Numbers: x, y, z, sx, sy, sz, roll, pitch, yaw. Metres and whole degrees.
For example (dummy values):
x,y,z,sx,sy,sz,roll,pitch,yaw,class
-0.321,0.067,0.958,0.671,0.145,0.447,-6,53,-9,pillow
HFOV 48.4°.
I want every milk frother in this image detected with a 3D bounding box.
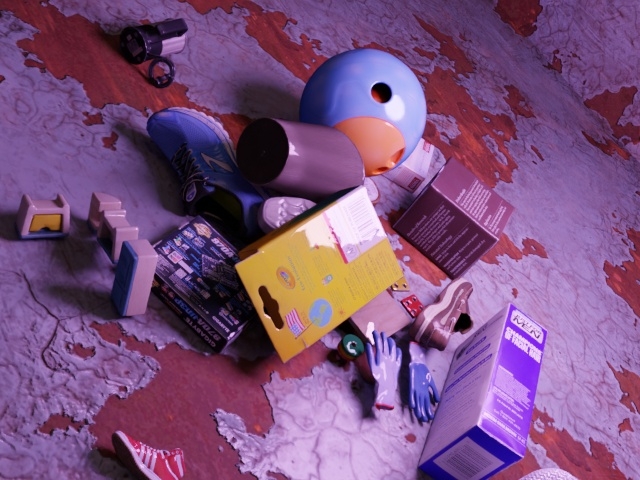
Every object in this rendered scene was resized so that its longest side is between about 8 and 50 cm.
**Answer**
x,y,z,sx,sy,sz,roll,pitch,yaw,class
-0.359,-0.429,1.629,0.134,0.129,0.143,-35,120,-48,milk frother

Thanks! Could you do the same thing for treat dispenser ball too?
x,y,z,sx,sy,sz,roll,pitch,yaw,class
0.095,-0.286,1.614,0.288,0.288,0.288,20,44,-20,treat dispenser ball

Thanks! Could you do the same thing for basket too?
x,y,z,sx,sy,sz,roll,pitch,yaw,class
-0.048,-0.161,1.405,0.204,0.154,0.227,50,23,26,basket

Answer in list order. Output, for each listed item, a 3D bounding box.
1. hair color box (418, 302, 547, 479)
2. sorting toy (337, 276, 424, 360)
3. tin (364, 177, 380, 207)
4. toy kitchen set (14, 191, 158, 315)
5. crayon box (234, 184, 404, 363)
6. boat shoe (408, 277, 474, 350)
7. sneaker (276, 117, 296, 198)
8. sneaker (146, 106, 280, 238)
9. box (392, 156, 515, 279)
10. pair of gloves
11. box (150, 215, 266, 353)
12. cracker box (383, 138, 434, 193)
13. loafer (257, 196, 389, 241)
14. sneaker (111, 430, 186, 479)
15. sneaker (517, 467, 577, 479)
x,y,z,sx,sy,sz,roll,pitch,yaw,class
0.317,0.296,1.360,0.110,0.185,0.339,35,41,-3,hair color box
0.100,0.146,1.448,0.274,0.046,0.132,-23,68,-45,sorting toy
0.058,-0.123,1.678,0.189,0.040,0.106,5,46,-32,tin
-0.395,0.023,1.181,0.166,0.122,0.207,-4,35,-38,toy kitchen set
-0.011,0.055,1.309,0.318,0.081,0.202,-32,104,-33,crayon box
0.279,0.164,1.508,0.095,0.095,0.257,32,35,19,boat shoe
-0.090,-0.192,1.601,0.106,0.078,0.234,8,51,-34,sneaker
-0.228,-0.134,1.411,0.330,0.130,0.147,43,38,6,sneaker
0.319,-0.053,1.697,0.203,0.167,0.168,40,41,3,box
0.158,0.261,1.367,0.198,0.023,0.159,24,54,-36,pair of gloves
-0.205,0.074,1.292,0.220,0.051,0.175,42,40,5,box
0.174,-0.242,1.846,0.232,0.067,0.156,31,42,-7,cracker box
0.000,0.000,1.446,0.319,0.111,0.112,24,62,-31,loafer
-0.249,0.314,1.045,0.118,0.042,0.067,50,45,2,sneaker
0.261,0.513,1.164,0.365,0.210,0.137,-32,71,-12,sneaker
